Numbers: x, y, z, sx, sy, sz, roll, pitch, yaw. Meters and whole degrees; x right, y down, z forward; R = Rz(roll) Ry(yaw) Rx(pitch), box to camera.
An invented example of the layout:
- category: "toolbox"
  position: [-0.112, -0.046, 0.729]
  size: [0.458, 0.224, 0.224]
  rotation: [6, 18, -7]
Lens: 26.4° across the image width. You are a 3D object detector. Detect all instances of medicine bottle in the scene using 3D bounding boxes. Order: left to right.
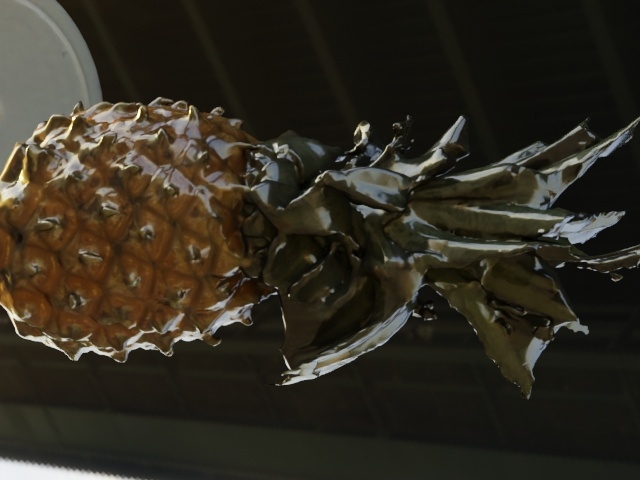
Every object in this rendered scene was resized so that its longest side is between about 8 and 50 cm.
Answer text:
- category: "medicine bottle"
  position: [-0.332, -0.096, 1.087]
  size: [0.231, 0.238, 0.238]
  rotation: [1, -58, 40]

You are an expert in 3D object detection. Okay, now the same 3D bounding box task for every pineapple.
- category: "pineapple"
  position: [-0.002, 0.002, 0.748]
  size: [0.364, 0.165, 0.166]
  rotation: [3, -54, 17]
